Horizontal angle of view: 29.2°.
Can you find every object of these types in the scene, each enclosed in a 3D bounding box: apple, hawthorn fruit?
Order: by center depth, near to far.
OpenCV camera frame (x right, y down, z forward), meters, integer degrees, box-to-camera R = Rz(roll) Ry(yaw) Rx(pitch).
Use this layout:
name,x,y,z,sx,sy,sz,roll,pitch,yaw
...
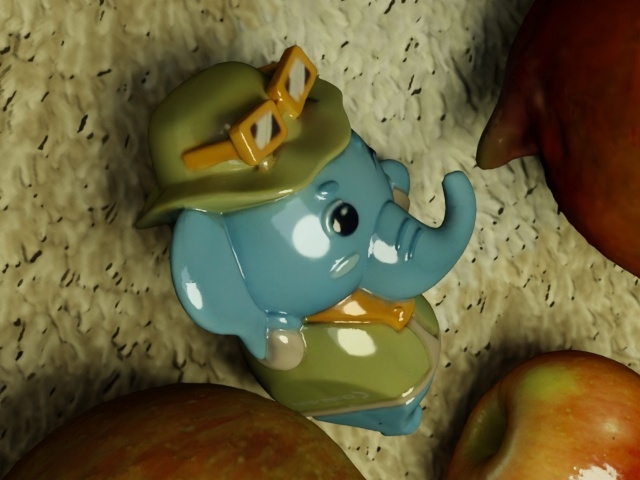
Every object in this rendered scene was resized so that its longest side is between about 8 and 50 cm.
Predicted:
name,x,y,z,sx,sy,sz,roll,pitch,yaw
apple,-0.049,0.218,0.697,0.309,0.277,0.250,33,72,-36
hawthorn fruit,0.278,-0.092,0.760,0.311,0.295,0.295,28,90,2
apple,0.167,0.155,0.817,0.139,0.163,0.163,28,90,-14

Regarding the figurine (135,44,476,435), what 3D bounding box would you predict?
name,x,y,z,sx,sy,sz,roll,pitch,yaw
figurine,-0.003,0.002,0.751,0.180,0.153,0.262,-55,129,-12
